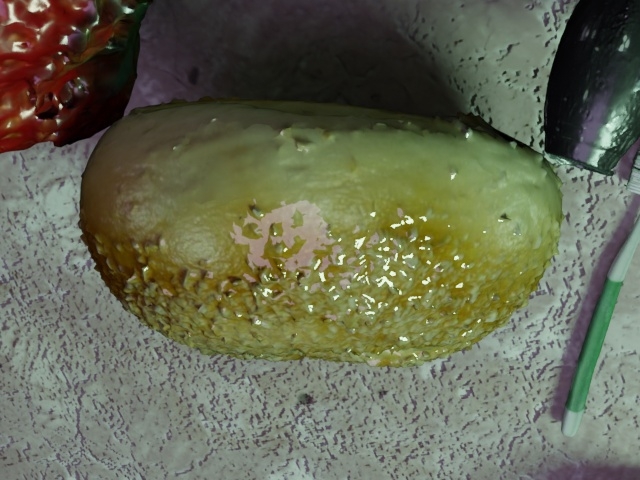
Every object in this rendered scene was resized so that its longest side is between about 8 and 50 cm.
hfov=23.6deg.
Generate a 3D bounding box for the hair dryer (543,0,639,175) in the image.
[{"bbox_3d":[0.249,-0.109,0.930,0.219,0.075,0.195,21,92,-23],"label":"hair dryer"}]

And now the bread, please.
[{"bbox_3d":[0.000,0.000,0.967,0.306,0.305,0.158,-1,80,21],"label":"bread"}]

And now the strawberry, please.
[{"bbox_3d":[-0.227,-0.191,0.923,0.288,0.250,0.238,20,130,-18],"label":"strawberry"}]

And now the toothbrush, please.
[{"bbox_3d":[0.203,0.041,1.081,0.024,0.018,0.257,18,126,13],"label":"toothbrush"}]
